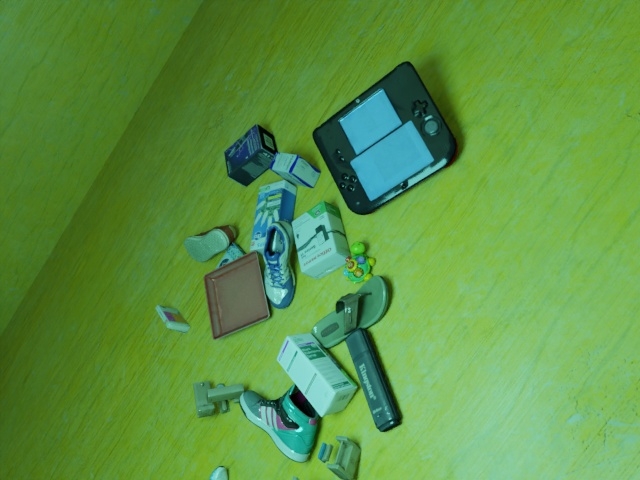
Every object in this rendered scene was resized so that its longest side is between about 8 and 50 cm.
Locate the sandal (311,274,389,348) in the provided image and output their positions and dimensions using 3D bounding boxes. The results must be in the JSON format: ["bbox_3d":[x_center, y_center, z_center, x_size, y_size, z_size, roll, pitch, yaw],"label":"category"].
[{"bbox_3d":[0.079,0.217,1.382,0.303,0.086,0.120,-42,48,19],"label":"sandal"}]

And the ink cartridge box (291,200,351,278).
[{"bbox_3d":[0.000,0.000,1.554,0.153,0.087,0.208,-33,52,27],"label":"ink cartridge box"}]

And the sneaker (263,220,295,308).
[{"bbox_3d":[-0.152,0.082,1.572,0.112,0.131,0.296,-3,88,14],"label":"sneaker"}]

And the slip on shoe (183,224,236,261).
[{"bbox_3d":[-0.456,0.009,1.954,0.331,0.123,0.101,-18,15,45],"label":"slip on shoe"}]

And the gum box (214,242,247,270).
[{"bbox_3d":[-0.344,0.125,1.832,0.184,0.041,0.157,-55,45,6],"label":"gum box"}]

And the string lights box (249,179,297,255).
[{"bbox_3d":[-0.172,-0.080,1.752,0.133,0.077,0.259,-11,64,37],"label":"string lights box"}]

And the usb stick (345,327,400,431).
[{"bbox_3d":[0.137,0.369,1.282,0.077,0.045,0.278,-39,52,25],"label":"usb stick"}]

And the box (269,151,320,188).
[{"bbox_3d":[-0.093,-0.256,1.731,0.137,0.126,0.072,17,81,45],"label":"box"}]

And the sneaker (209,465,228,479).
[{"bbox_3d":[-0.298,0.800,1.462,0.083,0.071,0.190,-9,73,32],"label":"sneaker"}]

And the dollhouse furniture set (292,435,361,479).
[{"bbox_3d":[0.023,0.623,1.236,0.129,0.129,0.183,-11,39,38],"label":"dollhouse furniture set"}]

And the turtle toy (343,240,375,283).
[{"bbox_3d":[0.111,0.068,1.438,0.095,0.066,0.130,-3,68,41],"label":"turtle toy"}]

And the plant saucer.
[{"bbox_3d":[-0.297,0.201,1.714,0.259,0.048,0.258,-26,65,24],"label":"plant saucer"}]

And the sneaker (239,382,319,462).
[{"bbox_3d":[-0.112,0.483,1.396,0.295,0.124,0.178,28,95,37],"label":"sneaker"}]

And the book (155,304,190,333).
[{"bbox_3d":[-0.603,0.316,1.931,0.144,0.096,0.035,38,97,45],"label":"book"}]

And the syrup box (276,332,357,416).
[{"bbox_3d":[-0.015,0.376,1.357,0.237,0.093,0.096,43,118,38],"label":"syrup box"}]

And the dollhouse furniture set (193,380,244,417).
[{"bbox_3d":[-0.344,0.491,1.587,0.151,0.144,0.123,107,150,-45],"label":"dollhouse furniture set"}]

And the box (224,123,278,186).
[{"bbox_3d":[-0.286,-0.349,1.959,0.207,0.108,0.153,-35,51,24],"label":"box"}]

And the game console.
[{"bbox_3d":[0.188,-0.297,1.449,0.387,0.060,0.342,-31,82,26],"label":"game console"}]
